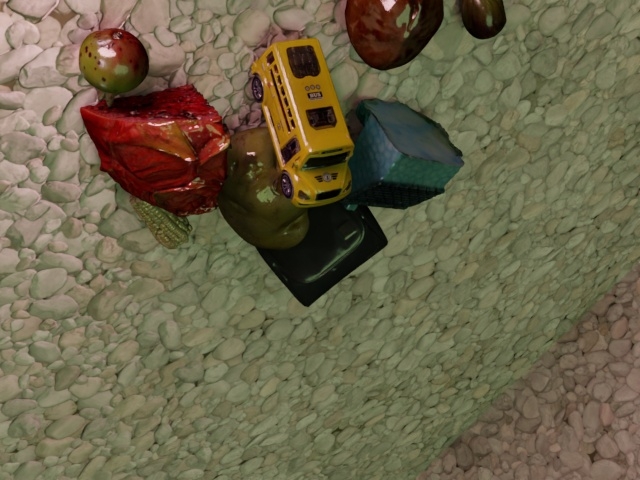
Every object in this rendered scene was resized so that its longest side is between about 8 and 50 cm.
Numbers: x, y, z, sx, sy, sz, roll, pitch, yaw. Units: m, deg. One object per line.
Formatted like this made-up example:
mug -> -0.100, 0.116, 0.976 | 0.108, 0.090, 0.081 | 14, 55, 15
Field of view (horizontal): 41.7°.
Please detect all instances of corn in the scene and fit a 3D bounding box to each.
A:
corn -> -0.367, -0.059, 1.886 | 0.087, 0.087, 0.211 | -36, 137, 0

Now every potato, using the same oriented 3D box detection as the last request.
potato -> -0.125, -0.103, 1.915 | 0.218, 0.203, 0.351 | -21, 141, -13

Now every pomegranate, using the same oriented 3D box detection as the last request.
pomegranate -> -0.379, -0.322, 1.573 | 0.129, 0.129, 0.159 | -29, 148, -8

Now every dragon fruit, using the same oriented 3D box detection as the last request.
dragon fruit -> -0.276, -0.174, 1.726 | 0.240, 0.302, 0.330 | -55, 144, -29

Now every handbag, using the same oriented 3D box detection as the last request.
handbag -> 0.002, 0.003, 2.133 | 0.301, 0.178, 0.275 | -36, 141, 1

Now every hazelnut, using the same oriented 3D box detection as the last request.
hazelnut -> 0.163, -0.470, 1.752 | 0.217, 0.218, 0.234 | -12, 134, -26

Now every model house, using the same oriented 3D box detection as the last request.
model house -> 0.172, -0.179, 2.042 | 0.261, 0.226, 0.241 | 5, 129, -40

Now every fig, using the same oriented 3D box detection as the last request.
fig -> 0.367, -0.537, 1.925 | 0.103, 0.109, 0.155 | -29, 113, 3

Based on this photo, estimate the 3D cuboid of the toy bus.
toy bus -> -0.029, -0.243, 1.744 | 0.145, 0.331, 0.151 | -13, 170, -27
